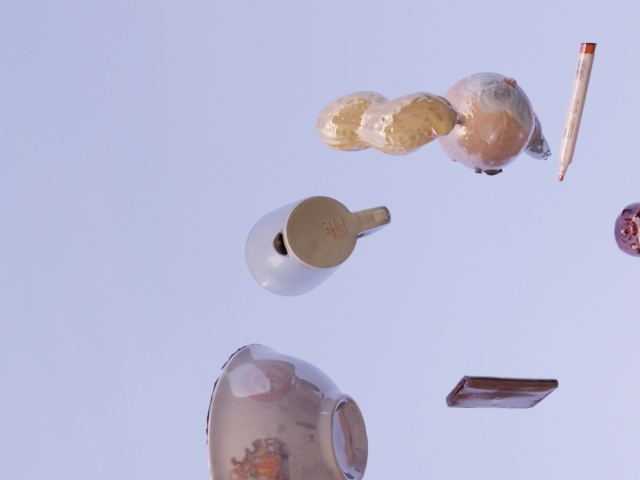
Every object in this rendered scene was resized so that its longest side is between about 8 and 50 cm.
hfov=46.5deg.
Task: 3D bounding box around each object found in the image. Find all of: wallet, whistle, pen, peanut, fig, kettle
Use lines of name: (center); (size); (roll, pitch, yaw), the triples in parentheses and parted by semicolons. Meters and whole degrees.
wallet: (0.300, 0.252, 1.245); (0.176, 0.026, 0.095); (4, -40, -20)
whistle: (0.348, -0.219, 1.396); (0.348, 0.189, 0.189); (2, -83, -44)
pen: (0.398, -0.198, 1.164); (0.026, 0.026, 0.218); (-5, -69, -31)
peanut: (0.081, -0.148, 0.931); (0.082, 0.187, 0.082); (-15, -72, -54)
fig: (0.518, -0.018, 1.146); (0.125, 0.089, 0.088); (-5, -80, -22)
kettle: (0.000, 0.000, 1.230); (0.211, 0.243, 0.159); (-10, -95, -17)

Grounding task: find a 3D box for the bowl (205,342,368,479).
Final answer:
bowl: (-0.022, 0.324, 1.186); (0.345, 0.157, 0.345); (42, -138, -54)
